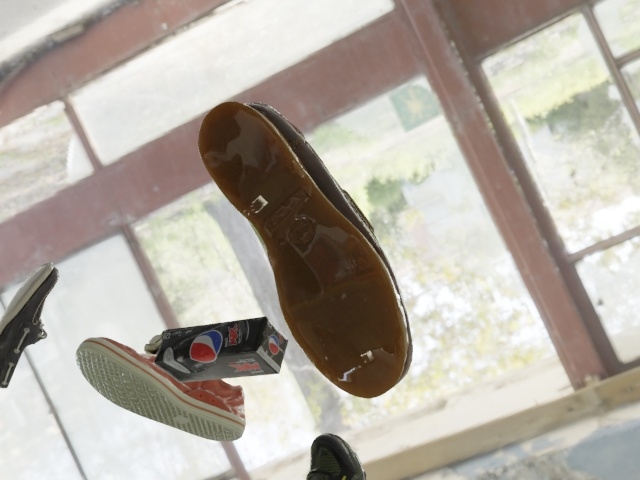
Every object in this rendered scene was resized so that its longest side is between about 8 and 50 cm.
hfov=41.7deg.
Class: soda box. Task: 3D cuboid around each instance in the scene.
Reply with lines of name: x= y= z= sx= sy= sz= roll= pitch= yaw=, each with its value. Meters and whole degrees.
soda box: x=-0.129 y=0.142 z=1.083 sx=0.169 sy=0.060 sz=0.053 roll=-11 pitch=-133 yaw=31

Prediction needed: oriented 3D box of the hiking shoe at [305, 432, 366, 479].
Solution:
hiking shoe: x=-0.007 y=0.343 z=1.056 sx=0.114 sy=0.226 sz=0.086 roll=24 pitch=137 yaw=-30

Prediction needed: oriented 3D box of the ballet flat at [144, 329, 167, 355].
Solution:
ballet flat: x=-0.318 y=0.205 z=1.622 sx=0.041 sy=0.041 sz=0.114 roll=-24 pitch=165 yaw=-50

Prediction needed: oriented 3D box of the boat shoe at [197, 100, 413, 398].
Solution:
boat shoe: x=0.000 y=0.000 z=0.531 sx=0.073 sy=0.207 sz=0.073 roll=-32 pitch=167 yaw=18

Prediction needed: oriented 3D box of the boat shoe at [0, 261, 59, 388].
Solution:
boat shoe: x=-0.417 y=0.122 z=1.182 sx=0.206 sy=0.065 sz=0.075 roll=-53 pitch=-158 yaw=8

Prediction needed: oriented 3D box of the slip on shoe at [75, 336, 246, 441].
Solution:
slip on shoe: x=-0.249 y=0.227 z=1.356 sx=0.123 sy=0.101 sz=0.331 roll=-24 pitch=136 yaw=37
